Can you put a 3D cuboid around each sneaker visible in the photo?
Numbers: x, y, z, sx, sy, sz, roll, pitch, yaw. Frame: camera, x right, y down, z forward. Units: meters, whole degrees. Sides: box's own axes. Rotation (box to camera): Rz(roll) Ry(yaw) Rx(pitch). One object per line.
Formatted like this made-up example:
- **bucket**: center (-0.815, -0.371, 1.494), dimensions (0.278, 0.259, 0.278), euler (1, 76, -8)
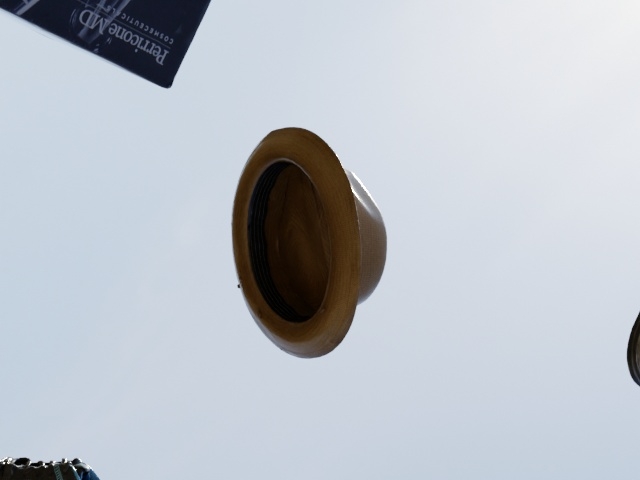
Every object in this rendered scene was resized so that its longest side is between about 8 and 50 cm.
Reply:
- **sneaker**: center (-0.383, 0.344, 2.491), dimensions (0.140, 0.340, 0.125), euler (-65, 174, 14)

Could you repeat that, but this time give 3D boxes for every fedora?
- **fedora**: center (0.000, 0.000, 1.515), dimensions (0.079, 0.194, 0.194), euler (-6, -177, -38)

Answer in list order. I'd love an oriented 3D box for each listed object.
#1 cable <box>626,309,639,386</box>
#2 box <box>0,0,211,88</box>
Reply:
- **cable**: center (0.372, 0.008, 1.778), dimensions (0.072, 0.139, 0.287), euler (-14, -141, 57)
- **box**: center (-0.214, -0.330, 1.358), dimensions (0.179, 0.343, 0.313), euler (28, -87, 47)
